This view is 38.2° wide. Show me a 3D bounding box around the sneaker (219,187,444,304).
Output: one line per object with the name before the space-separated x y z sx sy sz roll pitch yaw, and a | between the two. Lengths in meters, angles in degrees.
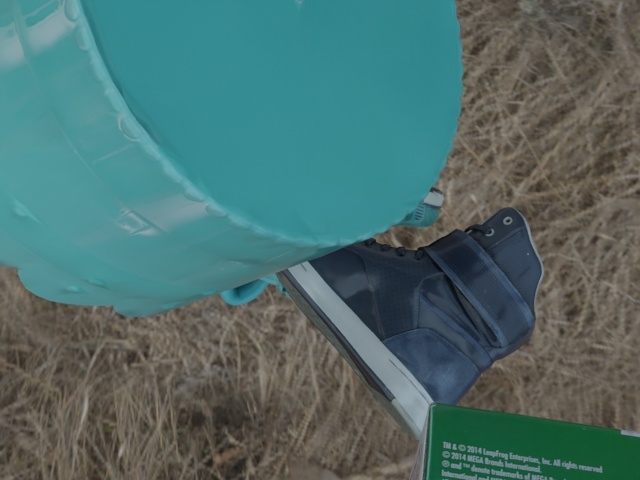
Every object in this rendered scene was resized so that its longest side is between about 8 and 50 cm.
sneaker | 0.000 0.000 0.823 0.107 0.275 0.109 10 74 -40

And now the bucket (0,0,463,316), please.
bucket | -0.069 -0.101 0.490 0.281 0.183 0.281 11 73 -42

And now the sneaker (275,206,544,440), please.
sneaker | 0.057 0.009 0.681 0.163 0.086 0.226 -40 72 -8

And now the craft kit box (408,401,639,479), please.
craft kit box | 0.151 0.176 0.414 0.250 0.061 0.246 9 135 2
